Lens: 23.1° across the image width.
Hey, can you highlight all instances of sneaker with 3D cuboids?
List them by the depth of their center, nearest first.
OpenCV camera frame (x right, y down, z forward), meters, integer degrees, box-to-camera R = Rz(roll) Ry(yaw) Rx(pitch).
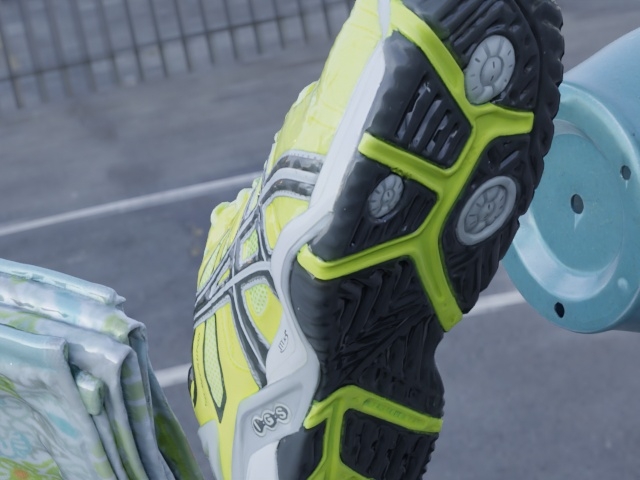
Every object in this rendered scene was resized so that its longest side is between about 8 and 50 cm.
[{"bbox_3d":[0.000,0.000,0.793,0.145,0.385,0.147,-12,44,-39],"label":"sneaker"}]

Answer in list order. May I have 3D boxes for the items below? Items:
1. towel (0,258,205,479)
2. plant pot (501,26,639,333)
[{"bbox_3d":[-0.259,0.134,1.162,0.374,0.320,0.090,12,50,26],"label":"towel"},{"bbox_3d":[0.273,-0.042,1.151,0.255,0.272,0.271,-13,13,-30],"label":"plant pot"}]
